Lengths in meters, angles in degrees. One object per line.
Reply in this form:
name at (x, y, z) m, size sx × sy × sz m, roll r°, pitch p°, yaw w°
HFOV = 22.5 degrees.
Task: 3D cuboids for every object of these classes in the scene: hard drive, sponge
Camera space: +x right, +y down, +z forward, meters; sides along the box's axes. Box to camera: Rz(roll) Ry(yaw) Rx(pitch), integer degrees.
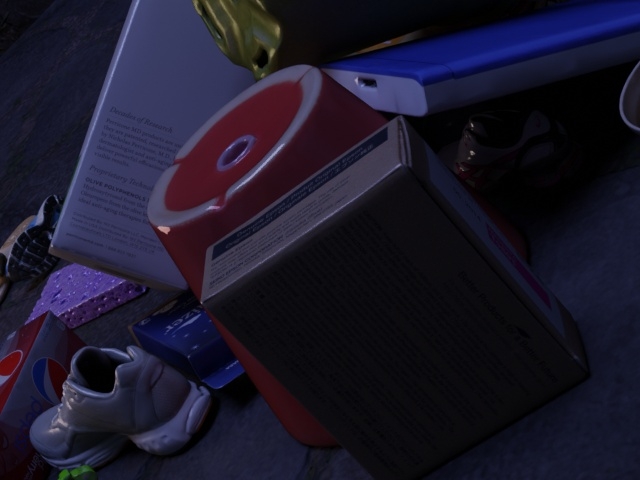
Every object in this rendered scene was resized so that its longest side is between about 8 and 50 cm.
hard drive at (0.183, -0.173, 1.452) m, size 0.318 × 0.040 × 0.210 m, roll -16°, pitch 15°, yaw -22°
sponge at (-0.280, 0.054, 2.009) m, size 0.210 × 0.031 × 0.117 m, roll -26°, pitch 28°, yaw 35°

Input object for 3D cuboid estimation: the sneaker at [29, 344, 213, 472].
sneaker at (-0.225, 0.157, 1.627) m, size 0.262 × 0.121 × 0.099 m, roll -19°, pitch 32°, yaw 44°

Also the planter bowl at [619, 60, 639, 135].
planter bowl at (0.325, -0.102, 1.218) m, size 0.162 × 0.109 × 0.162 m, roll -34°, pitch 24°, yaw 17°

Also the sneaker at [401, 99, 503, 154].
sneaker at (0.083, -0.123, 1.652) m, size 0.223 × 0.098 × 0.083 m, roll -15°, pitch 36°, yaw 48°

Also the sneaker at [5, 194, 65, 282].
sneaker at (-0.398, 0.010, 2.261) m, size 0.073 × 0.063 × 0.162 m, roll -46°, pitch 11°, yaw 41°

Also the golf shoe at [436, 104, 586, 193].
golf shoe at (0.161, -0.091, 1.492) m, size 0.186 × 0.086 × 0.067 m, roll -7°, pitch 42°, yaw 56°

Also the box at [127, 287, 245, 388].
box at (-0.098, 0.081, 1.629) m, size 0.136 × 0.037 × 0.225 m, roll -34°, pitch 21°, yaw -18°

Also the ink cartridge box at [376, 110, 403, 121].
ink cartridge box at (0.011, -0.056, 1.611) m, size 0.175 × 0.072 × 0.127 m, roll -32°, pitch 64°, yaw 24°

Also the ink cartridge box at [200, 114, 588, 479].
ink cartridge box at (0.056, 0.053, 1.215) m, size 0.193 × 0.235 × 0.088 m, roll -34°, pitch 25°, yaw 18°

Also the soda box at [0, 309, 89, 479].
soda box at (-0.338, 0.201, 1.778) m, size 0.092 × 0.083 × 0.263 m, roll -29°, pitch 27°, yaw 30°

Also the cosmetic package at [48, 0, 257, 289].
cosmetic package at (-0.159, -0.138, 1.709) m, size 0.197 × 0.155 × 0.366 m, roll 159°, pitch 129°, yaw -79°

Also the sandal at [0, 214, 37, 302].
sandal at (-0.484, 0.036, 2.302) m, size 0.088 × 0.079 × 0.240 m, roll -21°, pitch 31°, yaw 41°

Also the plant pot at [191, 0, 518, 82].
plant pot at (0.011, -0.282, 1.522) m, size 0.254 × 0.276 × 0.276 m, roll -30°, pitch 19°, yaw -18°

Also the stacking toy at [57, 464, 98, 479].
stacking toy at (-0.269, 0.318, 1.516) m, size 0.221 × 0.052 × 0.167 m, roll -44°, pitch 25°, yaw -9°

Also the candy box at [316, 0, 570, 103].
candy box at (0.099, -0.236, 1.766) m, size 0.316 × 0.087 × 0.183 m, roll 6°, pitch 50°, yaw 45°

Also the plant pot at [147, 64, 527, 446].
plant pot at (0.000, 0.000, 1.388) m, size 0.275 × 0.243 × 0.275 m, roll -34°, pitch 25°, yaw 19°
